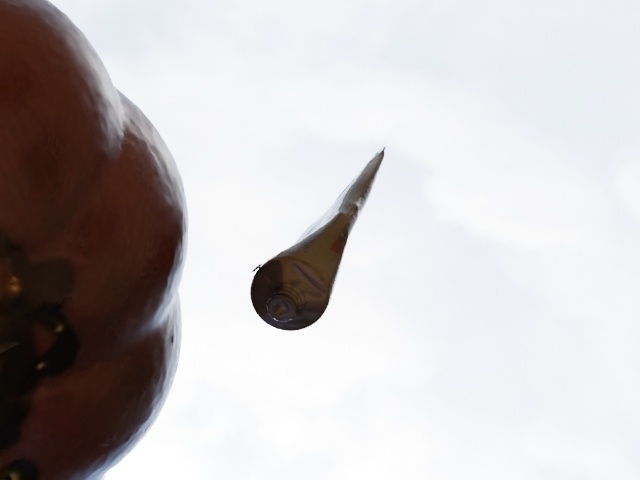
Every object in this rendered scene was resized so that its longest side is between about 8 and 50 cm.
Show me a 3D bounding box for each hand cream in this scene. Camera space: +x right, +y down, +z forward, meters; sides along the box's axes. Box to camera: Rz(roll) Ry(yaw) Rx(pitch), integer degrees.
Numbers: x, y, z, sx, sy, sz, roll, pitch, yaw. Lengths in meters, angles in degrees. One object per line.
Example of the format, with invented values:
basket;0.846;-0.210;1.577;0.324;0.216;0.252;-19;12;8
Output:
hand cream;0.000;0.000;0.904;0.037;0.057;0.165;40;-156;-4

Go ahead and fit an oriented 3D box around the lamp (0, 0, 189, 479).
lamp;-0.209;0.012;0.833;0.305;0.305;0.239;24;-162;-29
